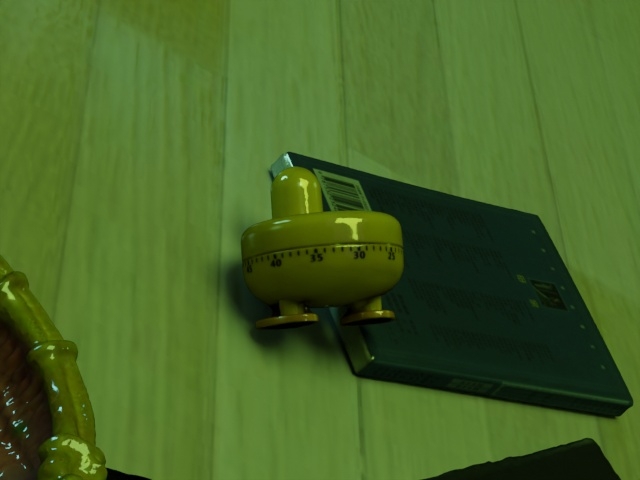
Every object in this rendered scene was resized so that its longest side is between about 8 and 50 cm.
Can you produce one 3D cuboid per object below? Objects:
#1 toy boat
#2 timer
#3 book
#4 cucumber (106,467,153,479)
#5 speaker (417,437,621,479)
[{"bbox_3d":[-0.212,0.039,0.846,0.141,0.099,0.318,-38,64,-26],"label":"toy boat"},{"bbox_3d":[0.000,0.000,1.140,0.107,0.107,0.109,3,79,-47],"label":"timer"},{"bbox_3d":[0.099,0.035,1.294,0.269,0.025,0.191,12,43,-40],"label":"book"},{"bbox_3d":[-0.125,0.131,0.911,0.135,0.034,0.033,1,45,-48],"label":"cucumber"},{"bbox_3d":[0.063,0.258,0.774,0.184,0.232,0.254,-6,59,-51],"label":"speaker"}]
